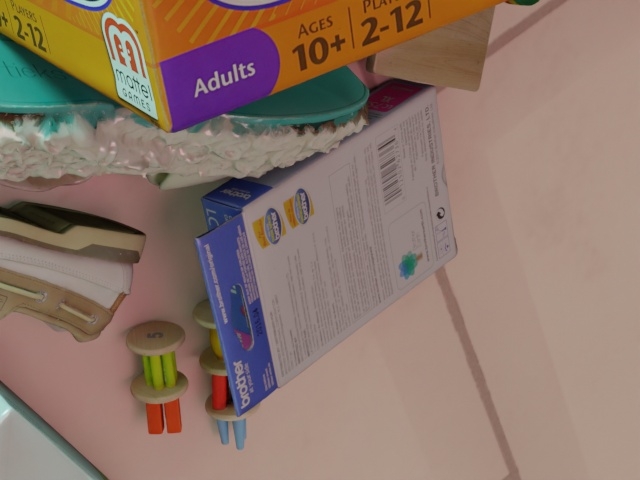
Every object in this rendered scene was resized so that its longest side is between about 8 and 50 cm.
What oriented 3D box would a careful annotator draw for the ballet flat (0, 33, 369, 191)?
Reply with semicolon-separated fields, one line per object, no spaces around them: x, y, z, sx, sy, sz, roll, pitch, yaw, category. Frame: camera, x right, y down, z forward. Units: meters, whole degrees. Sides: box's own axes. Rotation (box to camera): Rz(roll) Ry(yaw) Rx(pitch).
-0.151;-0.100;1.202;0.409;0.147;0.147;-2;111;-39;ballet flat

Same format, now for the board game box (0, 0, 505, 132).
-0.064;-0.335;0.993;0.356;0.356;0.356;-25;123;-26;board game box

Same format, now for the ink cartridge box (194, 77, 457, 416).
0.000;0.000;1.346;0.311;0.065;0.186;-36;128;-38;ink cartridge box

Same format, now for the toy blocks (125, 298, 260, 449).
-0.113;0.138;1.372;0.123;0.054;0.148;-21;121;-29;toy blocks

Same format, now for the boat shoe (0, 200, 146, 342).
-0.272;0.019;1.162;0.302;0.113;0.103;11;98;-40;boat shoe

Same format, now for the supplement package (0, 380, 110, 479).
-0.275;0.248;1.241;0.204;0.145;0.262;-46;130;-10;supplement package

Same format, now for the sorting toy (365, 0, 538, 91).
0.087;-0.210;1.356;0.274;0.046;0.132;4;99;-40;sorting toy
